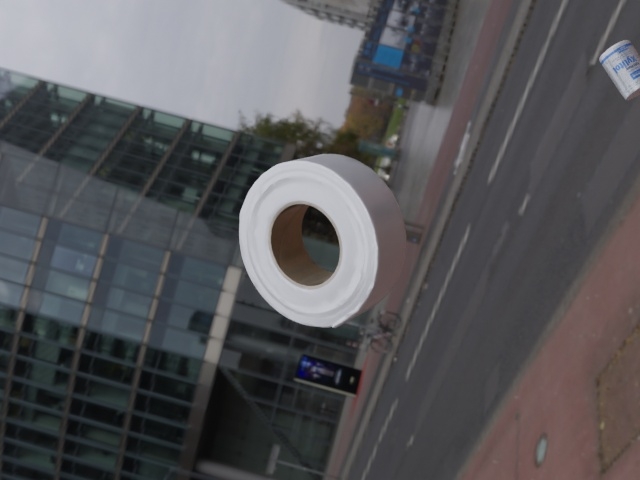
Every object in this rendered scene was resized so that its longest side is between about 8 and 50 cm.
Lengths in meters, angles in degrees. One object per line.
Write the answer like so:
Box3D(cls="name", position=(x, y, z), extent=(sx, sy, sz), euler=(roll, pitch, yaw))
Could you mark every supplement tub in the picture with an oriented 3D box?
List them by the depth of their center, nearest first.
Box3D(cls="supplement tub", position=(0.637, -0.355, 1.522), extent=(0.107, 0.071, 0.071), euler=(62, 171, 13))

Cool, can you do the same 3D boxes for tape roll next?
Box3D(cls="tape roll", position=(0.000, 0.000, 1.238), extent=(0.100, 0.286, 0.286), euler=(-20, -50, -54))
